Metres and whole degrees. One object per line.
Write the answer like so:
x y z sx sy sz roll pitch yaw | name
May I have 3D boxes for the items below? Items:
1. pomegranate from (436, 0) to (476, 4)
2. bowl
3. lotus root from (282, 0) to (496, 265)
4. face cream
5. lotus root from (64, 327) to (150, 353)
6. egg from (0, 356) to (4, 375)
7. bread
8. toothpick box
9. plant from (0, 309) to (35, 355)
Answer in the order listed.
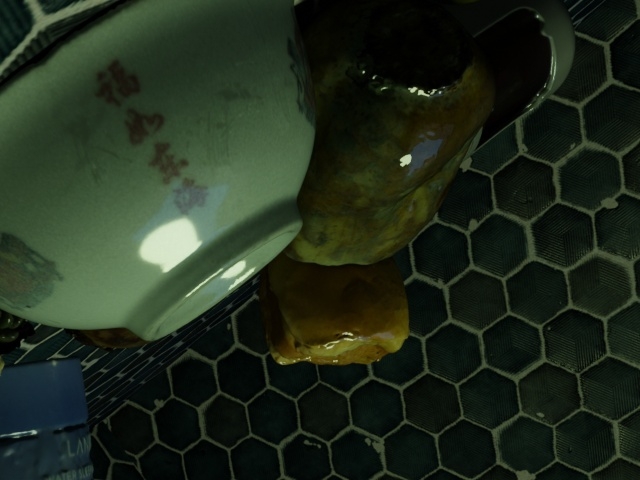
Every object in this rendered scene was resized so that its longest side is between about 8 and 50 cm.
0.149 -0.294 1.105 0.114 0.114 0.142 -40 164 28 | pomegranate
-0.142 -0.038 0.993 0.435 0.196 0.435 -38 174 -5 | bowl
0.054 -0.130 1.211 0.250 0.250 0.346 -34 169 -28 | lotus root
-0.397 0.263 1.296 0.249 0.225 0.249 -8 177 0 | face cream
-0.207 0.026 1.286 0.169 0.141 0.314 24 120 -38 | lotus root
-0.398 0.122 1.121 0.118 0.116 0.140 -35 151 27 | egg
0.000 -0.003 1.404 0.195 0.344 0.149 5 149 -32 | bread
0.192 -0.243 1.444 0.316 0.229 0.229 -36 175 -34 | toothpick box
-0.374 0.094 1.255 0.174 0.087 0.085 125 -18 -61 | plant
